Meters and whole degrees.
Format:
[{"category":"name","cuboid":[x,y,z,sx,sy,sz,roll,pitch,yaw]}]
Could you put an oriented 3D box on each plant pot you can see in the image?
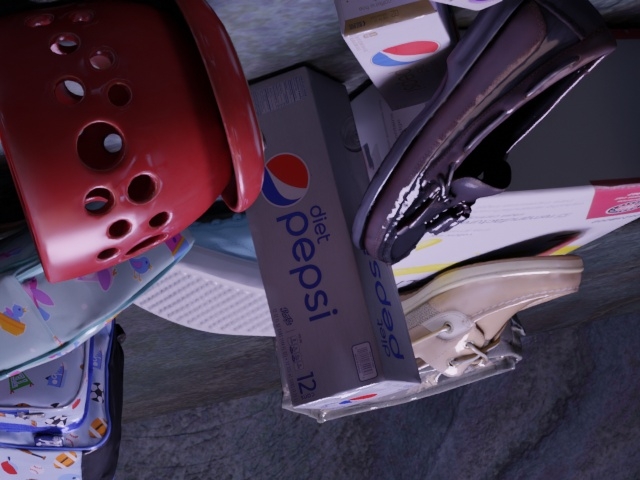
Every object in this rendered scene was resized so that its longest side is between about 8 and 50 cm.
[{"category":"plant pot","cuboid":[-0.143,-0.085,1.162,0.174,0.191,0.191,-20,169,-11]}]

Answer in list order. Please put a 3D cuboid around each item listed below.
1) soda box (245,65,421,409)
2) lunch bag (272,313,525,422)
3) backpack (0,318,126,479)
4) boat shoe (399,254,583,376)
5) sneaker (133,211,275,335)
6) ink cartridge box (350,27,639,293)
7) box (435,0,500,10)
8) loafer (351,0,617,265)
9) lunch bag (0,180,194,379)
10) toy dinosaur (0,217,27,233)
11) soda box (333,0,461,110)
[{"category":"soda box","cuboid":[0.000,0.000,1.423,0.091,0.286,0.098,-19,167,20]},{"category":"lunch bag","cuboid":[0.090,0.064,1.917,0.287,0.235,0.169,-16,162,17]},{"category":"backpack","cuboid":[-0.371,0.171,1.915,0.263,0.277,0.213,-4,136,1]},{"category":"boat shoe","cuboid":[0.136,0.087,1.627,0.302,0.098,0.109,-21,166,34]},{"category":"sneaker","cuboid":[-0.071,0.017,1.820,0.365,0.150,0.135,11,146,2]},{"category":"ink cartridge box","cuboid":[0.147,-0.061,1.593,0.279,0.160,0.384,-6,166,-28]},{"category":"box","cuboid":[0.024,-0.207,1.047,0.063,0.067,0.324,-22,166,39]},{"category":"loafer","cuboid":[0.121,-0.076,1.273,0.109,0.095,0.302,-32,158,-49]},{"category":"lunch bag","cuboid":[-0.270,0.039,1.588,0.279,0.108,0.224,-22,-165,36]},{"category":"toy dinosaur","cuboid":[-0.352,-0.006,1.594,0.183,0.053,0.092,0,161,-46]},{"category":"soda box","cuboid":[0.064,-0.165,1.262,0.073,0.069,0.216,-15,167,9]}]
